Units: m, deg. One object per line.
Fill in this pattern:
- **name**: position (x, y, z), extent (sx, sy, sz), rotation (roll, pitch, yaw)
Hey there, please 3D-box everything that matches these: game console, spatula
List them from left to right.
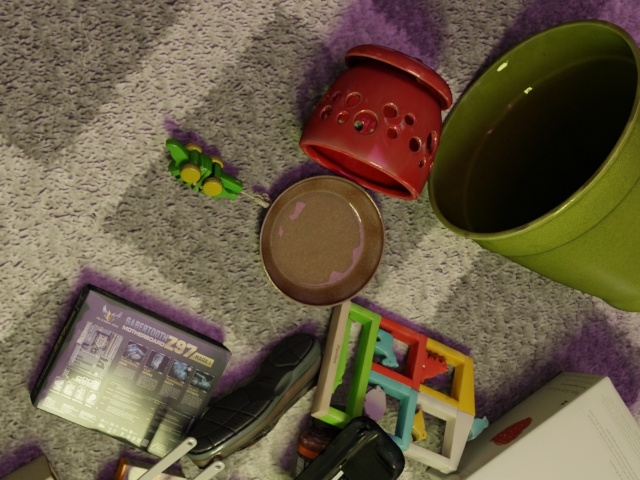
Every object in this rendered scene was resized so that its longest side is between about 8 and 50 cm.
- **spatula**: position (-0.203, 0.365, 1.628), extent (0.168, 0.019, 0.242), rotation (36, 122, -23)
- **game console**: position (-0.011, 0.416, 1.666), extent (0.213, 0.044, 0.361), rotation (43, 106, 5)

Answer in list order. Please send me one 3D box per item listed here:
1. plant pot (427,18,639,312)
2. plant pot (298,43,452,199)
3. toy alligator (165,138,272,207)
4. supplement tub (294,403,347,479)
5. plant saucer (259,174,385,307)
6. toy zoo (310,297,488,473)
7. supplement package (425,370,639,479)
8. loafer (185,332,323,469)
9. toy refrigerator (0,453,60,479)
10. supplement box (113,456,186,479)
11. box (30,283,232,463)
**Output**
- **plant pot**: position (0.410, -0.073, 1.701), extent (0.353, 0.366, 0.367), rotation (37, 85, -32)
- **plant pot**: position (0.089, -0.171, 1.636), extent (0.191, 0.191, 0.174), rotation (29, 83, -20)
- **toy alligator**: position (-0.156, -0.084, 1.640), extent (0.189, 0.056, 0.051), rotation (32, 128, -31)
- **supplement tub**: position (0.014, 0.352, 1.731), extent (0.106, 0.106, 0.198), rotation (5, 97, -20)
- **plant saucer**: position (0.000, 0.000, 1.710), extent (0.198, 0.036, 0.199), rotation (-3, 99, -18)
- **toy zoo**: position (0.133, 0.230, 1.743), extent (0.293, 0.030, 0.192), rotation (26, 57, -21)
- **supplement package**: position (0.346, 0.359, 1.792), extent (0.293, 0.177, 0.175), rotation (-34, 93, -12)
- **loafer**: position (-0.081, 0.248, 1.664), extent (0.267, 0.096, 0.084), rotation (-43, 125, -30)
- **toy refrigerator**: position (-0.354, 0.445, 1.620), extent (0.094, 0.102, 0.270), rotation (-29, 106, -13)
- **supplement box**: position (-0.253, 0.361, 1.676), extent (0.098, 0.036, 0.062), rotation (19, 92, -19)
- **box**: position (-0.269, 0.191, 1.634), extent (0.232, 0.059, 0.183), rotation (26, 90, -20)
